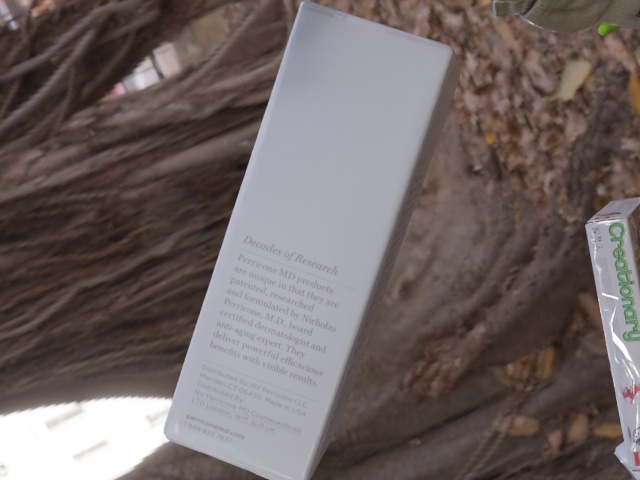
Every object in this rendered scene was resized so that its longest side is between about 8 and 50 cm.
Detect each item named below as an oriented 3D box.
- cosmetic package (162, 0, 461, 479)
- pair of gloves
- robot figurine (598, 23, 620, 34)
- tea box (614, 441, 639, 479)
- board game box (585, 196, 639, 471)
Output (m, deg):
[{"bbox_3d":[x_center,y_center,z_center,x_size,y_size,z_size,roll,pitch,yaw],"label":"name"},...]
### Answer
[{"bbox_3d":[0.000,0.000,1.090,0.230,0.162,0.453,-29,-42,-80],"label":"cosmetic package"},{"bbox_3d":[0.304,-0.318,1.112,0.240,0.204,0.042,99,166,-59],"label":"pair of gloves"},{"bbox_3d":[0.365,-0.321,1.354,0.067,0.115,0.101,-48,-60,-69],"label":"robot figurine"},{"bbox_3d":[0.656,0.360,1.440,0.329,0.324,0.220,55,-175,-2],"label":"tea box"},{"bbox_3d":[0.395,0.108,1.280,0.193,0.053,0.305,-23,-78,-64],"label":"board game box"}]
